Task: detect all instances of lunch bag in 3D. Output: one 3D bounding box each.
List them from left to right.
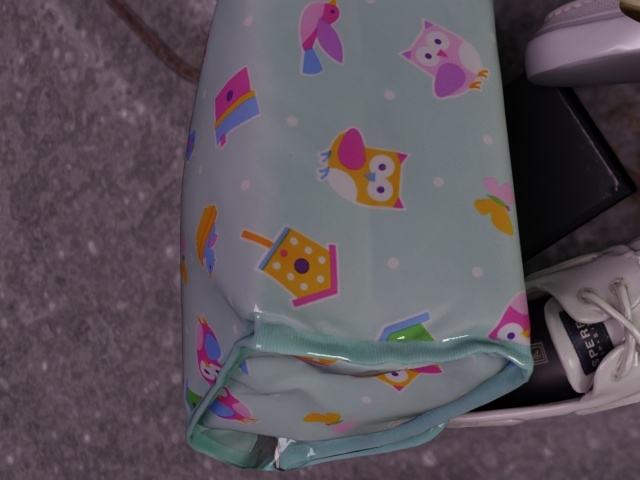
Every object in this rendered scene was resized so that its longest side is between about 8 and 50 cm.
[{"bbox_3d":[0.000,0.000,0.554,0.262,0.160,0.223,120,151,-63],"label":"lunch bag"}]

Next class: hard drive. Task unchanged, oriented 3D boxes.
[{"bbox_3d":[0.110,-0.034,0.617,0.135,0.022,0.094,-37,77,31],"label":"hard drive"}]

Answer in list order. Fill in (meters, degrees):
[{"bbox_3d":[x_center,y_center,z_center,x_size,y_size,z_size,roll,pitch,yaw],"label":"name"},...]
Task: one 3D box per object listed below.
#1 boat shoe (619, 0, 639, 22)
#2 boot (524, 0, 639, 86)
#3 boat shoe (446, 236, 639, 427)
[{"bbox_3d":[0.208,-0.109,0.429,0.153,0.056,0.048,7,95,18],"label":"boat shoe"},{"bbox_3d":[0.222,-0.158,0.499,0.258,0.095,0.123,-10,85,25],"label":"boot"},{"bbox_3d":[0.155,0.049,0.561,0.267,0.088,0.096,-18,87,33],"label":"boat shoe"}]
